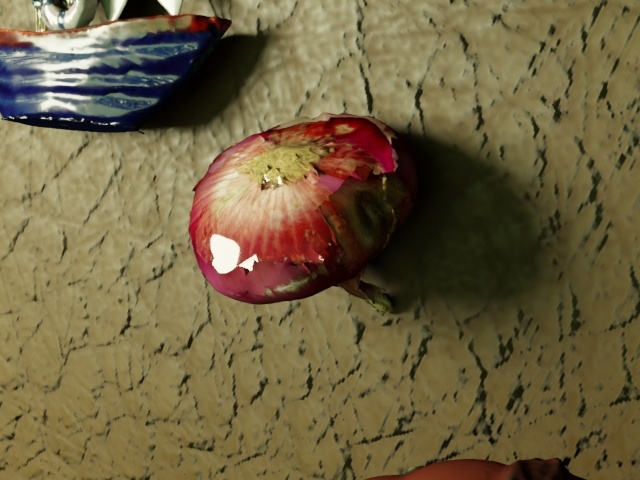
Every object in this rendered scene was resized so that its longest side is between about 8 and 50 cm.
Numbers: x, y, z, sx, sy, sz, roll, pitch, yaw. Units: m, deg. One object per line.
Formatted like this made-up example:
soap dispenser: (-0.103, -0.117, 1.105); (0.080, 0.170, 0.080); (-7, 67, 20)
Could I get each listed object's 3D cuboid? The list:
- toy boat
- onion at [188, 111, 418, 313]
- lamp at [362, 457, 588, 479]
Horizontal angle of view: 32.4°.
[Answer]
toy boat: (-0.137, -0.214, 0.778); (0.219, 0.072, 0.318); (32, 101, 26)
onion: (0.000, 0.000, 0.692); (0.150, 0.150, 0.140); (-5, 130, 30)
lamp: (0.079, 0.255, 0.579); (0.303, 0.257, 0.303); (0, 126, 0)
